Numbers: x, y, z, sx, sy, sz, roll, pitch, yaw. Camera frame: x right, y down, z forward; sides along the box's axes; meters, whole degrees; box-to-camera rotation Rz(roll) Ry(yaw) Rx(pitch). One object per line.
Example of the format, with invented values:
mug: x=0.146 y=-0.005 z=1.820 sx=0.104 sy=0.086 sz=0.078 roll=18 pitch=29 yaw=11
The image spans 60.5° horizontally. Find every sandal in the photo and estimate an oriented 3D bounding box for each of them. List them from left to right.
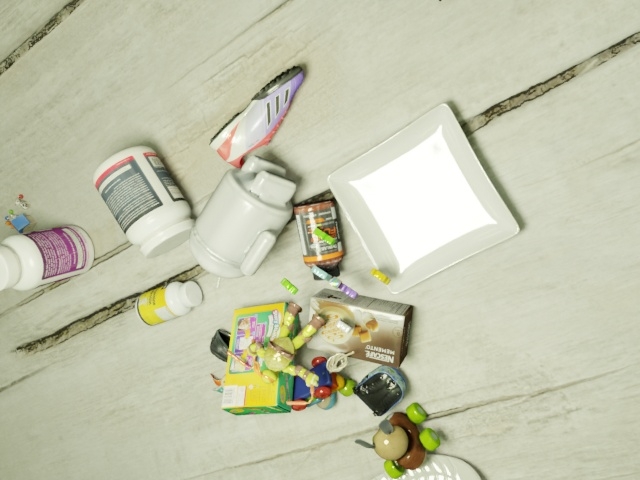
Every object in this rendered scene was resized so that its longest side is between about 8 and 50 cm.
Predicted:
sandal: x=0.218 y=0.668 z=1.437 sx=0.417 sy=0.102 sz=0.169 roll=-22 pitch=67 yaw=14

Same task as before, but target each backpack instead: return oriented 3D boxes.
backpack: x=0.162 y=0.377 z=1.414 sx=0.105 sy=0.084 sz=0.114 roll=47 pitch=117 yaw=7

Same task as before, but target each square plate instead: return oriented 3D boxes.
square plate: x=0.237 y=-0.091 z=1.320 sx=0.347 sy=0.049 sz=0.343 roll=-30 pitch=87 yaw=23

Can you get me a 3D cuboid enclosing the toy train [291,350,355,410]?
toy train: x=0.039 y=0.366 z=1.425 sx=0.248 sy=0.143 sz=0.105 roll=-35 pitch=44 yaw=28

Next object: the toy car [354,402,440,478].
toy car: x=0.170 y=0.484 z=1.357 sx=0.155 sy=0.188 sz=0.149 roll=-46 pitch=41 yaw=16

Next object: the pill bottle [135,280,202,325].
pill bottle: x=-0.442 y=0.180 z=1.609 sx=0.184 sy=0.103 sz=0.103 roll=-20 pitch=92 yaw=23

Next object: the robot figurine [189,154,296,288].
robot figurine: x=-0.208 y=-0.044 z=1.422 sx=0.353 sy=0.200 sz=0.299 roll=-53 pitch=42 yaw=21

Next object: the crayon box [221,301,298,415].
crayon box: x=-0.156 y=0.311 z=1.452 sx=0.166 sy=0.081 sz=0.278 roll=-10 pitch=58 yaw=23

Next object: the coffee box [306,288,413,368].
coffee box: x=0.100 y=0.220 z=1.403 sx=0.247 sy=0.098 sz=0.141 roll=10 pitch=103 yaw=20

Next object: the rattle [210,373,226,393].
rattle: x=-0.255 y=0.443 z=1.568 sx=0.200 sy=0.142 sz=0.130 roll=12 pitch=122 yaw=13

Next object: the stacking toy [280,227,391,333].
stacking toy: x=0.034 y=0.098 z=1.330 sx=0.221 sy=0.052 sz=0.166 roll=35 pitch=90 yaw=8

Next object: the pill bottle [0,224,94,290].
pill bottle: x=-0.845 y=0.054 z=1.638 sx=0.170 sy=0.301 sz=0.169 roll=4 pitch=101 yaw=21

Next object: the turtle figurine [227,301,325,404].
turtle figurine: x=-0.098 y=0.260 z=1.344 sx=0.270 sy=0.087 sz=0.217 roll=21 pitch=73 yaw=32

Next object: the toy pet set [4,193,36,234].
toy pet set: x=-1.006 y=-0.072 z=1.808 sx=0.114 sy=0.065 sz=0.122 roll=46 pitch=113 yaw=8

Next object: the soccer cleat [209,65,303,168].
soccer cleat: x=-0.145 y=-0.315 z=1.414 sx=0.318 sy=0.108 sz=0.116 roll=-38 pitch=107 yaw=20

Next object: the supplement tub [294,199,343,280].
supplement tub: x=0.000 y=0.000 z=1.401 sx=0.106 sy=0.106 sz=0.197 roll=-9 pitch=97 yaw=23

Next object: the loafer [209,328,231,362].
loafer: x=-0.218 y=0.327 z=1.561 sx=0.223 sy=0.076 sz=0.078 roll=25 pitch=116 yaw=20

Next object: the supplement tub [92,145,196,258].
supplement tub: x=-0.483 y=-0.106 z=1.525 sx=0.191 sy=0.191 sz=0.272 roll=-35 pitch=85 yaw=23
